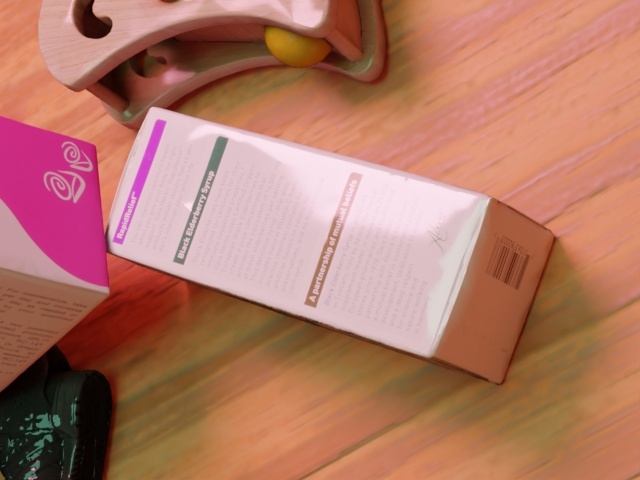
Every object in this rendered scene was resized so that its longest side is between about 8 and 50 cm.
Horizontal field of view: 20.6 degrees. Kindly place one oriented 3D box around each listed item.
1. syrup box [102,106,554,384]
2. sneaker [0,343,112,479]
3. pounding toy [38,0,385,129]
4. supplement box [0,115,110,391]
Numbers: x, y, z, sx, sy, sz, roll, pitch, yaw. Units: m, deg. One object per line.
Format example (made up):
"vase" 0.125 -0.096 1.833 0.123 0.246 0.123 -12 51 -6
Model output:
"syrup box" 0.000 0.000 1.004 0.236 0.093 0.096 18 86 33
"sneaker" -0.180 0.135 1.098 0.089 0.051 0.170 -1 71 30
"pounding toy" -0.103 -0.160 1.072 0.269 0.155 0.154 12 78 32
"supplement box" -0.233 0.027 1.059 0.220 0.114 0.111 -39 48 40
